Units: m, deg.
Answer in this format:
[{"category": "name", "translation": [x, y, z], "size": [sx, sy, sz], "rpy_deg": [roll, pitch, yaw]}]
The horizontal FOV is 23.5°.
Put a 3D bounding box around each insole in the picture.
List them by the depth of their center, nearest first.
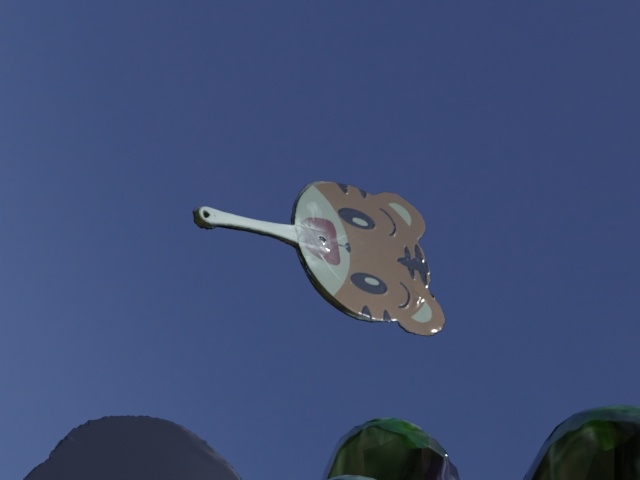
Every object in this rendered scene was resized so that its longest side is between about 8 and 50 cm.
[{"category": "insole", "translation": [-0.071, 0.096, 0.494], "size": [0.080, 0.232, 0.003], "rpy_deg": [39, -76, 10]}]

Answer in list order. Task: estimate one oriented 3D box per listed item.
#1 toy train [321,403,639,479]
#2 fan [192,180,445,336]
[{"category": "toy train", "translation": [0.030, 0.194, 0.566], "size": [0.307, 0.173, 0.248], "rpy_deg": [-10, -94, 52]}, {"category": "fan", "translation": [0.000, 0.000, 1.234], "size": [0.008, 0.227, 0.152], "rpy_deg": [-49, -142, 40]}]
